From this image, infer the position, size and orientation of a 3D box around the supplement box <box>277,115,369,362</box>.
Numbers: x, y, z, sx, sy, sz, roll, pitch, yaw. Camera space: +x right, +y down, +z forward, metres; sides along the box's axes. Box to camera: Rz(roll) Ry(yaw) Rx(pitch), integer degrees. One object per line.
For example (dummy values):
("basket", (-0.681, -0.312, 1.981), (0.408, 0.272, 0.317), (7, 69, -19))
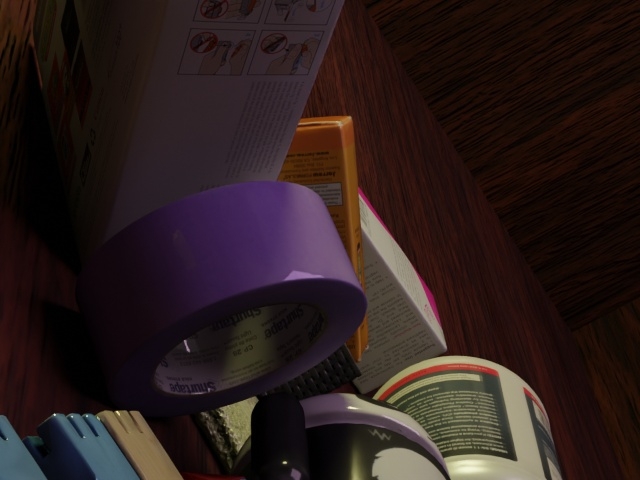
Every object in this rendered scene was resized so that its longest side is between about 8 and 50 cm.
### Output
("supplement box", (0.000, 0.000, 1.519), (0.078, 0.080, 0.233), (-43, 127, -77))

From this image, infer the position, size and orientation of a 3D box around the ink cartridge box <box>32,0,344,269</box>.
("ink cartridge box", (-0.109, -0.171, 1.138), (0.309, 0.130, 0.272), (113, -34, -45))

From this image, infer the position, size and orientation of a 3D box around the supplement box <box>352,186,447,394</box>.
("supplement box", (0.031, 0.038, 1.675), (0.220, 0.114, 0.111), (53, 14, -28))

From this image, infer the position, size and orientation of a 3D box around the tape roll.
("tape roll", (-0.068, 0.043, 1.086), (0.189, 0.189, 0.080), (37, 26, -62))

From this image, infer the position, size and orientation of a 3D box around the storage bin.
("storage bin", (-0.046, 0.053, 1.342), (0.180, 0.084, 0.122), (60, -1, -1))

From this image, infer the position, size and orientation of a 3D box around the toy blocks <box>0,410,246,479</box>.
("toy blocks", (-0.085, 0.200, 0.780), (0.261, 0.190, 0.381), (53, 10, 16))

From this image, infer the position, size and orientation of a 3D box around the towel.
("towel", (-0.061, 0.153, 1.250), (0.148, 0.027, 0.110), (62, 13, 1))

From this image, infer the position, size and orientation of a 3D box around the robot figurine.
("robot figurine", (0.020, 0.224, 1.069), (0.278, 0.173, 0.209), (-96, -162, -60))

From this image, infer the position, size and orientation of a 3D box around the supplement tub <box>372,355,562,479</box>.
("supplement tub", (0.131, 0.245, 1.433), (0.191, 0.191, 0.272), (56, 13, -21))
